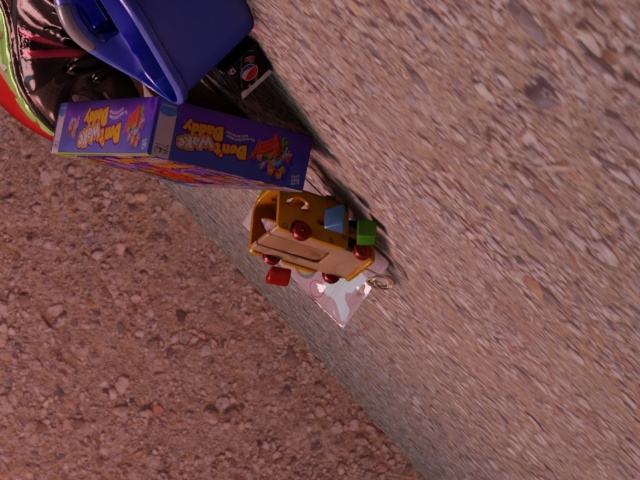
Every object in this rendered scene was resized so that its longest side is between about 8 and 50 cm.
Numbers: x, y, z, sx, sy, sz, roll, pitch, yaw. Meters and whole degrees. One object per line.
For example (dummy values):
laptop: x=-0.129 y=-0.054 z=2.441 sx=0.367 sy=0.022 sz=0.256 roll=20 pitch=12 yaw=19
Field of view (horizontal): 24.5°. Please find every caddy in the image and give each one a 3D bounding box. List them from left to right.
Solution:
caddy: x=-0.231 y=-0.303 z=1.726 sx=0.241 sy=0.179 sz=0.341 roll=41 pitch=169 yaw=31

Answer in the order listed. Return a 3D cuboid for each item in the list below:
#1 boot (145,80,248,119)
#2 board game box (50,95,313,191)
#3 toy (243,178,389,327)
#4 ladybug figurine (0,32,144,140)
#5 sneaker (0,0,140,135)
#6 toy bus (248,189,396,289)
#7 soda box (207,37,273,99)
boot: x=-0.185 y=-0.188 z=2.313 sx=0.213 sy=0.077 sz=0.165 roll=37 pitch=168 yaw=16
board game box: x=-0.200 y=-0.132 z=2.043 sx=0.233 sy=0.078 sz=0.347 roll=13 pitch=177 yaw=-30
toy: x=0.000 y=0.000 z=2.229 sx=0.237 sy=0.137 sz=0.056 roll=44 pitch=-149 yaw=17
ladybug figurine: x=-0.445 y=-0.303 z=2.394 sx=0.449 sy=0.162 sz=0.305 roll=50 pitch=-146 yaw=-46
sneaker: x=-0.354 y=-0.306 z=2.131 sx=0.202 sy=0.185 sz=0.482 roll=14 pitch=144 yaw=29
toy bus: x=-0.001 y=-0.014 z=2.102 sx=0.202 sy=0.191 sz=0.104 roll=63 pitch=-155 yaw=-57
soda box: x=-0.136 y=-0.246 z=1.894 sx=0.169 sy=0.060 sz=0.053 roll=39 pitch=168 yaw=44
